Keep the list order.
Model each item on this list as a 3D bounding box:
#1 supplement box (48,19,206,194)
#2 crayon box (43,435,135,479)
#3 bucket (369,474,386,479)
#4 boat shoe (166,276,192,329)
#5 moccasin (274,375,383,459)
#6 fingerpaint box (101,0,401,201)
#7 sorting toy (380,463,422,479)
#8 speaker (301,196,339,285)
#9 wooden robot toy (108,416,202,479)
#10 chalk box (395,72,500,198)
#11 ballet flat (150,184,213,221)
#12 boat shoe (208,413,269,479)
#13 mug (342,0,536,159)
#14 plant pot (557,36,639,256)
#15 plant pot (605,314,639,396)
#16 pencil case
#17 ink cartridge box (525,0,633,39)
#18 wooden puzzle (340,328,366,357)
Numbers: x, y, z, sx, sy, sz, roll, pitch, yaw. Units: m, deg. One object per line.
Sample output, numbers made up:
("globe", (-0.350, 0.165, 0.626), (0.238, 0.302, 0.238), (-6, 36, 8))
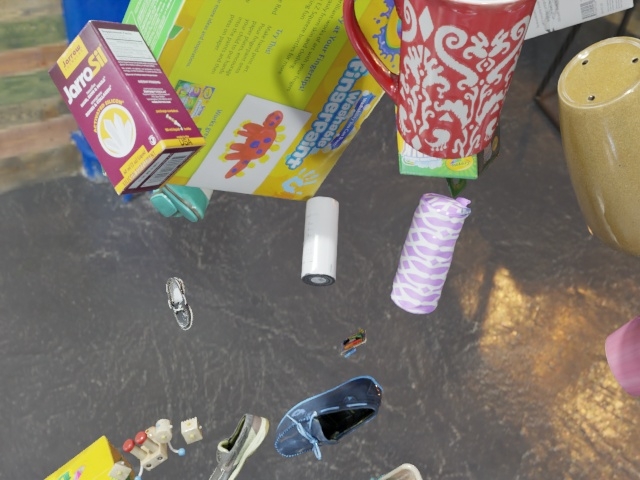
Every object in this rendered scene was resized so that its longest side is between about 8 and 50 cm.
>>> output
("supplement box", (-0.240, -0.165, 0.930), (0.188, 0.104, 0.080), (58, 31, 9))
("crayon box", (-0.460, 0.549, 1.251), (0.362, 0.106, 0.313), (-36, 31, -10))
("bucket", (0.157, 0.667, 1.609), (0.281, 0.281, 0.183), (30, 53, 23))
("boat shoe", (-0.329, 0.146, 1.738), (0.046, 0.038, 0.125), (-14, 78, 11))
("moccasin", (0.007, 0.463, 1.914), (0.137, 0.342, 0.117), (41, 24, -20))
("fingerpaint box", (-0.083, -0.280, 1.093), (0.371, 0.445, 0.163), (5, 46, -36))
("sorting toy", (0.157, 0.482, 1.255), (0.047, 0.348, 0.196), (-19, 69, -18))
("speaker", (0.000, 0.000, 1.192), (0.055, 0.055, 0.136), (4, 65, -3))
("wooden robot toy", (-0.283, 0.335, 1.267), (0.173, 0.076, 0.079), (-33, 28, 7))
("chalk box", (0.277, -0.239, 1.611), (0.179, 0.289, 0.180), (8, 28, 28))
("ballet flat", (-0.233, -0.086, 1.300), (0.087, 0.083, 0.247), (-45, 19, -15))
("boat shoe", (-0.208, 0.494, 1.753), (0.073, 0.224, 0.080), (34, 10, -17))
("mug", (0.104, -0.170, 0.645), (0.150, 0.169, 0.113), (34, 58, 25))
("plant pot", (0.425, -0.143, 1.015), (0.237, 0.254, 0.237), (-26, 43, 27))
("plant pot", (0.658, 0.210, 1.427), (0.201, 0.180, 0.201), (26, 49, -33))
("pencil case", (0.179, 0.020, 1.227), (0.088, 0.206, 0.086), (-10, 36, -44))
("ink cartridge box", (0.400, -0.447, 1.285), (0.237, 0.172, 0.100), (-14, 67, 20))
("wooden puzzle", (0.077, 0.241, 1.784), (0.078, 0.014, 0.116), (-33, 9, 1))
